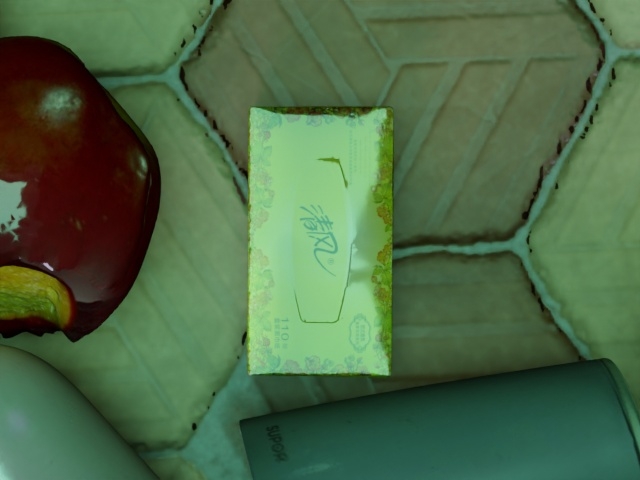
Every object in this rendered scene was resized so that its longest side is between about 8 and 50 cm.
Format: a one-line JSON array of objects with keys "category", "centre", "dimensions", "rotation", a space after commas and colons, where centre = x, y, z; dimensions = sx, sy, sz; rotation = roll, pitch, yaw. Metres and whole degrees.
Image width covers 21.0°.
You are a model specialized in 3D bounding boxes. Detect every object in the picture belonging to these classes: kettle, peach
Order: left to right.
[{"category": "peach", "centre": [-0.211, -0.014, 1.069], "dimensions": [0.226, 0.190, 0.196], "rotation": [-39, 97, 2]}, {"category": "kettle", "centre": [0.088, 0.171, 1.061], "dimensions": [0.243, 0.210, 0.160], "rotation": [-15, 119, -2]}]

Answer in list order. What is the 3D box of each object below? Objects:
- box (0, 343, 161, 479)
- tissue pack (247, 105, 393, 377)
[{"category": "box", "centre": [-0.240, 0.256, 1.086], "dimensions": [0.349, 0.141, 0.289], "rotation": [-41, 96, 3]}, {"category": "tissue pack", "centre": [0.000, 0.000, 1.127], "dimensions": [0.095, 0.062, 0.176], "rotation": [1, 91, 1]}]
